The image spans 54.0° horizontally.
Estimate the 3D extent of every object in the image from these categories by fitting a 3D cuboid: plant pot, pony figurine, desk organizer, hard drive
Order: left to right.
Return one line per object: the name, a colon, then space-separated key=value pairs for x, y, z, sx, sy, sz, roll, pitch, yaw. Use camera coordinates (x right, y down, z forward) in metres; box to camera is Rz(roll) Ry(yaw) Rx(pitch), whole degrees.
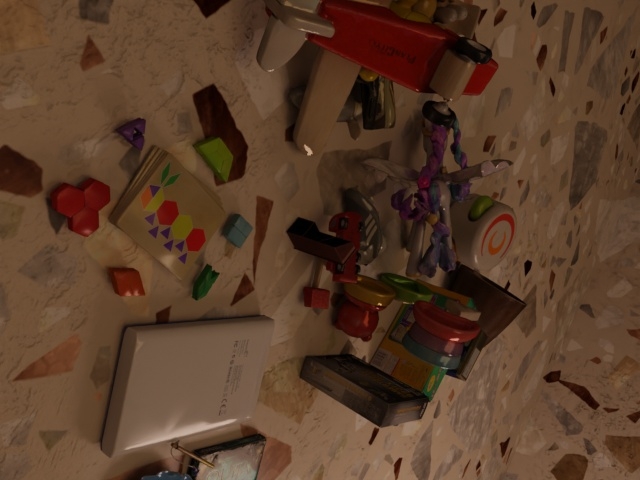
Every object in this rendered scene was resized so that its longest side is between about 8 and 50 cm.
hard drive: x=-0.219 y=0.243 z=1.103 sx=0.318 sy=0.040 sz=0.210 roll=4 pitch=102 yaw=-53
desk organizer: x=0.000 y=0.000 z=1.204 sx=0.047 sy=0.130 sz=0.050 roll=-51 pitch=137 yaw=-24
pony figurine: x=0.249 y=-0.108 z=1.403 sx=0.351 sy=0.302 sz=0.364 roll=-65 pitch=156 yaw=-70
plant pot: x=0.443 y=0.223 z=1.833 sx=0.215 sy=0.215 sz=0.231 roll=20 pitch=104 yaw=-53

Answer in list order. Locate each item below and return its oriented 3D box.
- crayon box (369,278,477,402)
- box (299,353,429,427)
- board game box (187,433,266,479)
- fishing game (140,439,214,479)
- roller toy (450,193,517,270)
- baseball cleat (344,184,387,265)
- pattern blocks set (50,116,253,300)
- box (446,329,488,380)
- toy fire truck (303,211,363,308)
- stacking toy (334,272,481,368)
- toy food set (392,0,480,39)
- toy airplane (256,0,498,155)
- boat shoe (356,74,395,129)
crayon box: x=0.267 y=0.253 z=1.625 sx=0.279 sy=0.165 sz=0.081 roll=-57 pitch=141 yaw=-17
box: x=0.097 y=0.324 z=1.385 sx=0.183 sy=0.231 sz=0.056 roll=13 pitch=98 yaw=-52
board game box: x=-0.190 y=0.461 z=1.248 sx=0.186 sy=0.026 sz=0.126 roll=6 pitch=101 yaw=-53
fishing game: x=-0.293 y=0.486 z=1.093 sx=0.264 sy=0.041 sz=0.189 roll=-47 pitch=137 yaw=-17
roller toy: x=0.428 y=-0.024 z=1.729 sx=0.191 sy=0.146 sz=0.210 roll=8 pitch=104 yaw=-44
baseball cleat: x=0.086 y=-0.018 z=1.356 sx=0.109 sy=0.072 sz=0.206 roll=-49 pitch=135 yaw=-17
pattern blocks set: x=-0.233 y=-0.042 z=0.973 sx=0.285 sy=0.026 sz=0.325 roll=-52 pitch=139 yaw=-24
box: x=0.324 y=0.284 z=1.679 sx=0.036 sy=0.225 sz=0.136 roll=43 pitch=69 yaw=-29
toy fire truck: x=0.025 y=0.042 z=1.276 sx=0.047 sy=0.135 sz=0.192 roll=10 pitch=80 yaw=-33
stacking toy: x=0.205 y=0.189 z=1.438 sx=0.279 sy=0.308 sz=0.131 roll=-4 pitch=116 yaw=-62
toy food set: x=0.248 y=-0.469 z=1.347 sx=0.306 sy=0.092 sz=0.220 roll=18 pitch=90 yaw=-53
toy airplane: x=0.071 y=-0.359 z=1.054 sx=0.273 sy=0.385 sz=0.384 roll=-96 pitch=162 yaw=-52
boat shoe: x=0.098 y=-0.324 z=1.234 sx=0.073 sy=0.080 sz=0.224 roll=-15 pitch=112 yaw=-7
